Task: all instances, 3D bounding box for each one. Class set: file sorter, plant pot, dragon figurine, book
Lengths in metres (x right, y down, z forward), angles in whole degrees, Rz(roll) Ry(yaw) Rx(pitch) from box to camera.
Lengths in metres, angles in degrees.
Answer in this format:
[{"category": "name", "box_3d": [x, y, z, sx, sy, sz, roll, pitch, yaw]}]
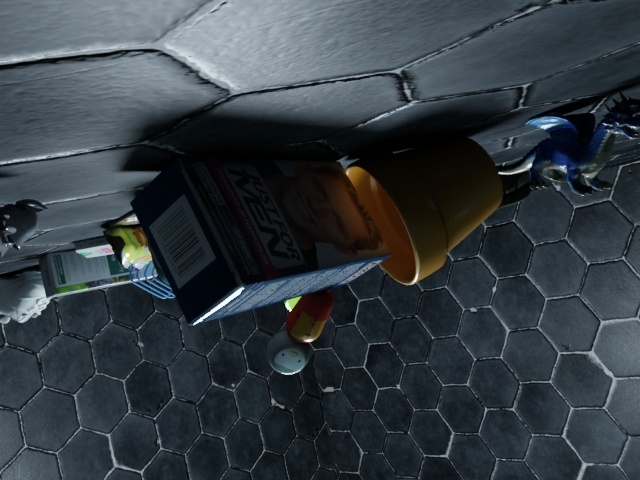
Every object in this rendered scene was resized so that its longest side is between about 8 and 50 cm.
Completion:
[{"category": "file sorter", "box_3d": [-0.326, 0.061, 1.489, 0.118, 0.104, 0.170, 35, 155, -30]}, {"category": "plant pot", "box_3d": [0.167, -0.064, 1.046, 0.188, 0.205, 0.205, -27, -179, -15]}, {"category": "dragon figurine", "box_3d": [0.368, -0.152, 1.032, 0.085, 0.144, 0.289, -13, -163, -30]}, {"category": "book", "box_3d": [-0.425, 0.004, 1.408, 0.144, 0.035, 0.096, -11, 173, -7]}]

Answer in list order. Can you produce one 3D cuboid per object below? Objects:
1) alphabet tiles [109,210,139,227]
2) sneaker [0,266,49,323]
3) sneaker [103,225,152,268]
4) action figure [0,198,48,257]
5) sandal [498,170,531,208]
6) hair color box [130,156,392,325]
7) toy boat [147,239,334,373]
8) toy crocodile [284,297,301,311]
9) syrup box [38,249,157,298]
[{"category": "alphabet tiles", "box_3d": [-0.227, -0.058, 1.159, 0.198, 0.009, 0.237, -10, 177, -36]}, {"category": "sneaker", "box_3d": [-0.740, 0.138, 1.745, 0.297, 0.129, 0.111, -15, 175, 27]}, {"category": "sneaker", "box_3d": [-0.340, -0.001, 1.281, 0.094, 0.081, 0.208, -28, 178, -3]}, {"category": "action figure", "box_3d": [-0.409, -0.001, 0.651, 0.285, 0.099, 0.185, -15, 172, -27]}, {"category": "sandal", "box_3d": [0.397, -0.117, 1.735, 0.302, 0.120, 0.086, -12, -169, -16]}, {"category": "hair color box", "box_3d": [-0.060, -0.013, 0.905, 0.105, 0.174, 0.347, -36, 165, 31]}, {"category": "toy boat", "box_3d": [-0.126, 0.066, 1.066, 0.267, 0.318, 0.148, -12, 136, -60]}, {"category": "toy crocodile", "box_3d": [0.009, 0.047, 1.842, 0.340, 0.105, 0.115, -53, -151, -1]}, {"category": "syrup box", "box_3d": [-0.505, 0.062, 1.551, 0.237, 0.093, 0.096, -10, 177, -35]}]
